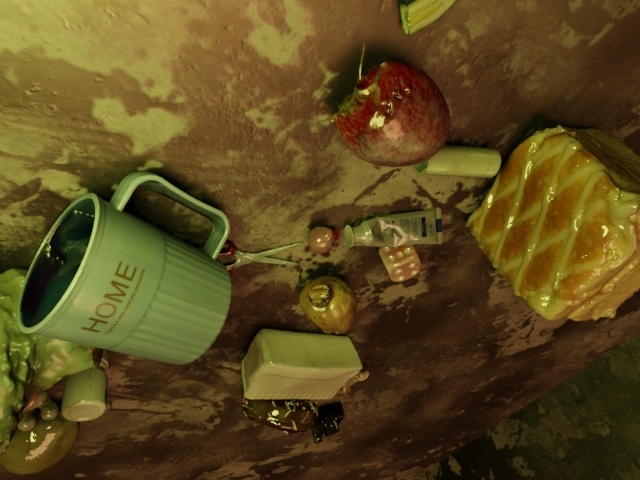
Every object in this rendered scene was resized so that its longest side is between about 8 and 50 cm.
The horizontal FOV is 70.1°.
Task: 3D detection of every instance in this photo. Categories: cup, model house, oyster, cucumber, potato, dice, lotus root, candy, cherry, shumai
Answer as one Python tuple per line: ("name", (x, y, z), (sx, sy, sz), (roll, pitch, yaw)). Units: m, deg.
("cup", (-0.362, 0.064, 0.914), (0.256, 0.331, 0.311), (-17, 146, 36))
("model house", (0.037, 0.747, 1.874), (0.152, 0.165, 0.106), (-29, 121, 7))
("oyster", (0.089, 0.516, 1.693), (0.191, 0.081, 0.163), (-23, 134, -4))
("cucumber", (0.187, -0.412, 0.786), (0.107, 0.035, 0.067), (-30, 149, -1))
("potato", (-0.815, 0.581, 1.334), (0.235, 0.160, 0.178), (-44, 174, 5))
("dice", (0.215, 0.050, 1.240), (0.093, 0.094, 0.091), (-25, 142, 4))
("lotus root", (0.024, 0.179, 1.266), (0.154, 0.140, 0.257), (4, 149, 15))
("candy", (-0.065, 0.395, 1.452), (0.358, 0.145, 0.208), (12, 130, -31))
("cherry", (0.151, -0.229, 0.865), (0.249, 0.175, 0.192), (9, 119, -33))
("shumai", (-0.629, 0.197, 0.929), (0.323, 0.398, 0.324), (-27, 171, -42))

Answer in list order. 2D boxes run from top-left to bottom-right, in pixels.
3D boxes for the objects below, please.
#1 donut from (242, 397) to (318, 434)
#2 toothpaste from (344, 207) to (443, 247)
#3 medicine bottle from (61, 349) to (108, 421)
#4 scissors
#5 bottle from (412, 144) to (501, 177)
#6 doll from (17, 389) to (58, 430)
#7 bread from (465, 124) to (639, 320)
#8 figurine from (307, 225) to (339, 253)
("donut", (-0.132, 0.559, 1.537), (0.269, 0.269, 0.103), (18, 86, -35))
("toothpaste", (0.194, -0.025, 1.172), (0.265, 0.061, 0.096), (-7, 96, -16))
("medicine bottle", (-0.605, 0.367, 1.180), (0.104, 0.168, 0.105), (-12, 138, -11))
("scissors", (-0.166, 0.043, 1.136), (0.247, 0.017, 0.144), (-5, 137, -20))
("bottle", (0.313, -0.183, 1.051), (0.201, 0.072, 0.072), (0, 134, -21))
("doll", (-0.802, 0.381, 1.167), (0.154, 0.113, 0.275), (-30, 132, -4))
("bread", (0.603, -0.039, 1.098), (0.279, 0.371, 0.390), (2, 135, -22))
("figurine", (0.000, 0.000, 1.118), (0.067, 0.071, 0.083), (42, 107, -1))
